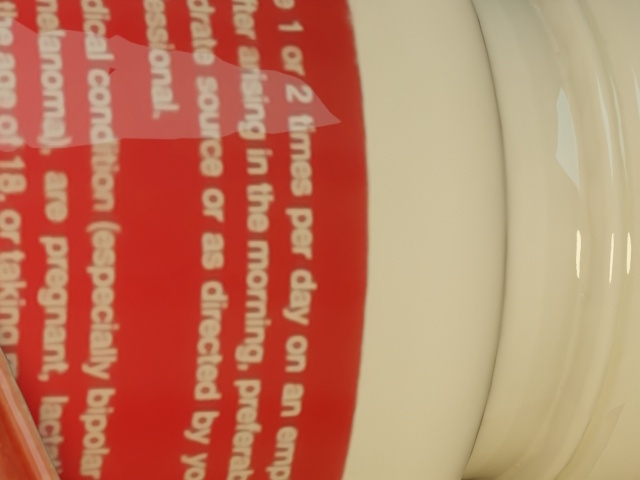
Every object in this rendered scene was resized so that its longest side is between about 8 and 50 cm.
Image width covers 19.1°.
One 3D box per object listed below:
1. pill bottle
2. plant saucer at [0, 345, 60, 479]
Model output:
[{"bbox_3d":[-0.097,-0.004,0.520,0.408,0.229,0.229,0,55,-18],"label":"pill bottle"},{"bbox_3d":[-0.130,0.168,0.328,0.258,0.048,0.259,-20,78,-31],"label":"plant saucer"}]
